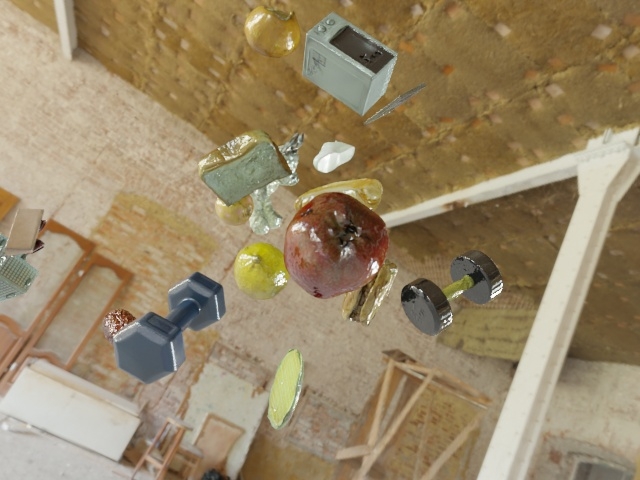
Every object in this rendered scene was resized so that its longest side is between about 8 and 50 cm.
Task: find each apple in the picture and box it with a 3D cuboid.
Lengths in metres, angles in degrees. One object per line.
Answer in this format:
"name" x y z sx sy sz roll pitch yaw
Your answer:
"apple" -0.312 -0.122 1.803 0.147 0.146 0.146 25 -17 8

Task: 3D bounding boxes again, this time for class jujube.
"jujube" -0.609 0.279 1.524 0.176 0.109 0.112 31 -52 40

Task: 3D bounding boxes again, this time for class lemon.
"lemon" -0.272 0.140 2.299 0.269 0.268 0.322 28 -25 -1

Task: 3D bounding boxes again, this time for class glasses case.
"glasses case" -0.956 -0.020 1.630 0.103 0.193 0.070 3 -42 -18

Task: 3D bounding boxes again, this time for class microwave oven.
"microwave oven" 0.106 -0.653 1.819 0.295 0.181 0.237 37 -23 11

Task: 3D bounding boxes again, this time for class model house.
"model house" -1.132 0.076 1.694 0.215 0.198 0.224 37 -21 17

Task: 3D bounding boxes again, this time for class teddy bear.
"teddy bear" -0.178 -0.255 2.275 0.363 0.327 0.374 -17 -84 28

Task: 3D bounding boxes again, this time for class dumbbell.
"dumbbell" 0.471 0.184 1.777 0.203 0.323 0.203 48 -26 34
"dumbbell" -0.353 0.201 1.200 0.144 0.160 0.325 59 19 -11

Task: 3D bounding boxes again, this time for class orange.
"orange" -0.130 -0.585 1.374 0.157 0.156 0.134 31 -35 -9

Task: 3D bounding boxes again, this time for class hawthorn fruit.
"hawthorn fruit" 0.030 0.039 1.412 0.285 0.284 0.368 27 -35 3

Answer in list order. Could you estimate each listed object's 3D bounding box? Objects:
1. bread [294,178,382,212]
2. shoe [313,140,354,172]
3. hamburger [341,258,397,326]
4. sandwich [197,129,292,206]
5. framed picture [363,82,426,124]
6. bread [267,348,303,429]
"bread" 0.066 -0.131 1.686 0.312 0.173 0.121 -4 -71 36
"shoe" 0.035 -0.372 2.148 0.110 0.265 0.095 34 -52 26
"hamburger" 0.187 0.191 1.914 0.145 0.259 0.283 27 25 19
"sandwich" -0.237 -0.224 1.551 0.087 0.251 0.226 64 4 32
"framed picture" 0.322 -0.598 2.167 0.260 0.189 0.023 -25 -82 55
"bread" -0.124 0.542 1.827 0.045 0.301 0.301 19 -14 -17
